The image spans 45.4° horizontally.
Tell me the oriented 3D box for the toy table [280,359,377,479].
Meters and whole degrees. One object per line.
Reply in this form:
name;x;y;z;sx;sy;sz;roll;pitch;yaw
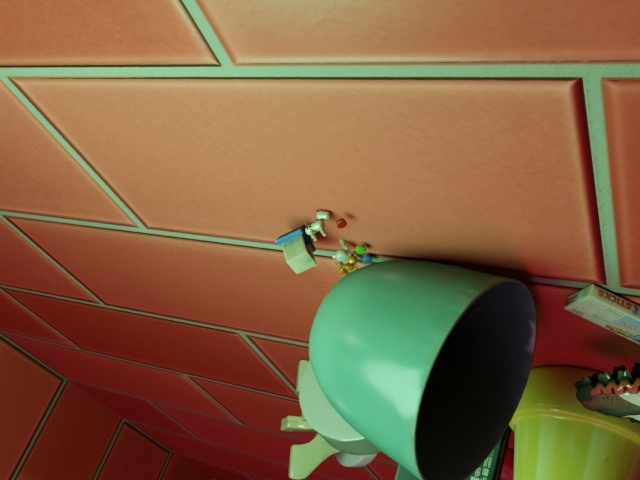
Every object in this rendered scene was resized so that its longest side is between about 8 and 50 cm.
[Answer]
toy table;0.020;0.392;1.659;0.160;0.252;0.274;10;145;-14

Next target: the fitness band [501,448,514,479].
fitness band;0.328;0.496;1.794;0.290;0.054;0.209;24;153;-7

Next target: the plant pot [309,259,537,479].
plant pot;0.126;0.160;1.079;0.235;0.293;0.293;20;158;39

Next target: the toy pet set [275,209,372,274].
toy pet set;0.000;0.000;1.136;0.114;0.065;0.122;-25;142;9

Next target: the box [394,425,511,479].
box;0.256;0.395;1.457;0.183;0.233;0.059;6;152;31

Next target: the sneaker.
sneaker;0.490;0.235;1.054;0.276;0.135;0.097;-10;177;37

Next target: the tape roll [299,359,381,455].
tape roll;0.074;0.267;1.372;0.219;0.219;0.072;5;148;31

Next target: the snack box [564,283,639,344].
snack box;0.426;0.113;1.038;0.178;0.022;0.064;25;155;-6

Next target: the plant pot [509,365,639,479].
plant pot;0.429;0.372;1.279;0.254;0.239;0.254;17;153;9
